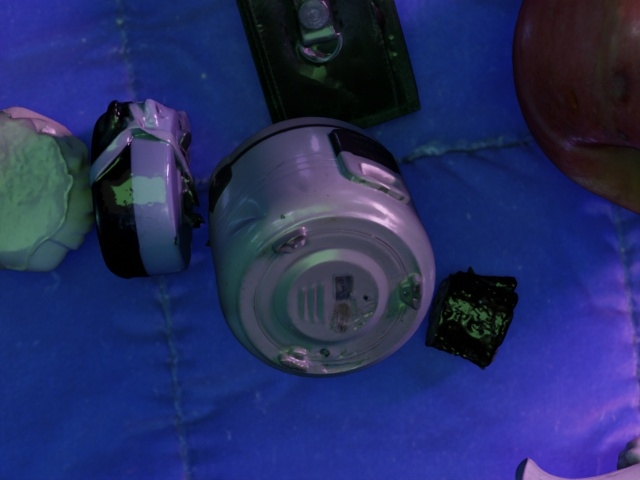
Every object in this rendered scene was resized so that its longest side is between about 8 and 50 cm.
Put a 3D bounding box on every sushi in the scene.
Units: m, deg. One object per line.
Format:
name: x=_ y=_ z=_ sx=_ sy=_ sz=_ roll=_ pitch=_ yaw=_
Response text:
sushi: x=0.158 y=0.077 z=1.512 sx=0.084 sy=0.094 sz=0.098 roll=19 pitch=95 yaw=4

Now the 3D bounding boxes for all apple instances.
apple: x=0.373 y=-0.187 z=1.382 sx=0.364 sy=0.364 sz=0.363 roll=0 pitch=90 yaw=1

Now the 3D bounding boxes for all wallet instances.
wallet: x=0.004 y=-0.218 z=1.496 sx=0.160 sy=0.055 sz=0.236 roll=-16 pitch=112 yaw=2

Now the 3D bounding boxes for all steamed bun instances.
steamed bun: x=-0.317 y=-0.052 z=1.514 sx=0.183 sy=0.106 sz=0.182 roll=0 pitch=86 yaw=1

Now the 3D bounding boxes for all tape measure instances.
tape measure: x=-0.176 y=-0.053 z=1.474 sx=0.107 sy=0.182 sz=0.181 roll=-6 pitch=92 yaw=1

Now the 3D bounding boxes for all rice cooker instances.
rice cooker: x=0.000 y=0.000 z=1.440 sx=0.226 sy=0.244 sz=0.226 roll=-4 pitch=116 yaw=-8

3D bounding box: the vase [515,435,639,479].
vase: x=0.413 y=0.271 z=1.445 sx=0.446 sy=0.250 sz=0.250 roll=-12 pitch=90 yaw=6
